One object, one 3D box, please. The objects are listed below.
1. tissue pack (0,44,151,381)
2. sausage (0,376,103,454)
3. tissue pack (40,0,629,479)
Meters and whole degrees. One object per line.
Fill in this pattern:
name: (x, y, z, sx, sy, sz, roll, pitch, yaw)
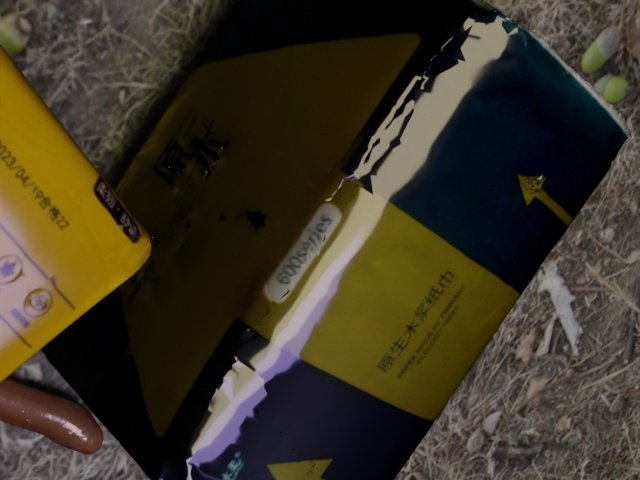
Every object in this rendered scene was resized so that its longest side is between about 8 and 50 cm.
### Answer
tissue pack: (-0.332, -0.064, 0.685, 0.293, 0.228, 0.382, -40, 131, -10)
sausage: (-0.255, 0.132, 0.959, 0.186, 0.043, 0.043, 32, 93, -40)
tissue pack: (0.000, 0.000, 0.924, 0.253, 0.264, 0.417, 29, 97, -45)
